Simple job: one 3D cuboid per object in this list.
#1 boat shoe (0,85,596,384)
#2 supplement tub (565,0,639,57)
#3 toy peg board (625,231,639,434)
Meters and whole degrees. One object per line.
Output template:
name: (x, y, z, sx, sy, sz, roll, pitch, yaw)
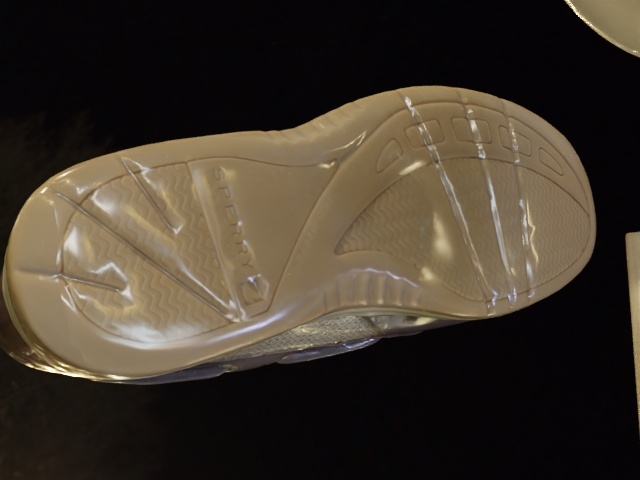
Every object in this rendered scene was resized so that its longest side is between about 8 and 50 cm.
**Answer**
boat shoe: (0.000, 0.000, 0.416, 0.092, 0.285, 0.103, -20, -96, 55)
supplement tub: (0.373, -0.340, 0.859, 0.241, 0.331, 0.241, 40, -13, 12)
toy peg board: (0.222, 0.103, 0.548, 0.079, 0.161, 0.161, -6, -46, 18)
